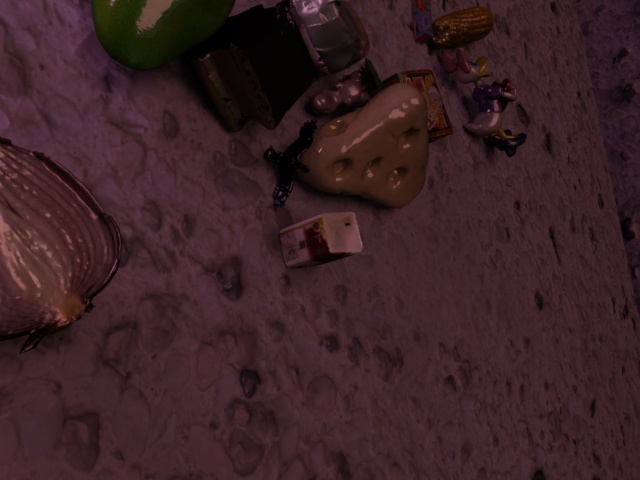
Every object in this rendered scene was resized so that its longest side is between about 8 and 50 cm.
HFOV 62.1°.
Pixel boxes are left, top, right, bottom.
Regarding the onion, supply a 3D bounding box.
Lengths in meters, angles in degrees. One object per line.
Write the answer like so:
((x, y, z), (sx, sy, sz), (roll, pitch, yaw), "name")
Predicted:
((-0.465, -0.022, 0.754), (0.267, 0.159, 0.349), (-39, 106, -53), "onion")

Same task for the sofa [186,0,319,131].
((-0.151, -0.377, 1.168), (0.258, 0.182, 0.200), (-58, 134, -36), "sofa")

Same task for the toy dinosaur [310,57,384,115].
((0.077, -0.358, 1.365), (0.152, 0.177, 0.194), (64, 20, -8), "toy dinosaur")

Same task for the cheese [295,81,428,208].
((0.126, -0.180, 1.339), (0.351, 0.130, 0.328), (-34, 137, -8), "cheese")

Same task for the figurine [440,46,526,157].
((0.556, -0.477, 1.821), (0.193, 0.154, 0.421), (-29, 108, -8), "figurine")

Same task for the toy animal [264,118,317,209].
((-0.074, -0.177, 1.192), (0.107, 0.062, 0.220), (19, 91, -8), "toy animal")

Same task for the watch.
((0.003, -0.516, 1.239), (0.241, 0.161, 0.253), (41, 25, -60), "watch")

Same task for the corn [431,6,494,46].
((0.497, -0.747, 1.860), (0.363, 0.120, 0.121), (-28, 97, -42), "corn")

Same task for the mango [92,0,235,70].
((-0.289, -0.470, 1.016), (0.225, 0.201, 0.382), (42, 56, -36), "mango")

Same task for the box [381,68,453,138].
((0.253, -0.363, 1.505), (0.177, 0.148, 0.195), (-20, 92, -45), "box")

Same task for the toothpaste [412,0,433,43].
((0.343, -0.753, 1.753), (0.044, 0.070, 0.194), (12, 70, -37), "toothpaste")

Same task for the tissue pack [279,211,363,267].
((0.000, 0.001, 1.170), (0.106, 0.148, 0.099), (-7, 82, -43), "tissue pack")
